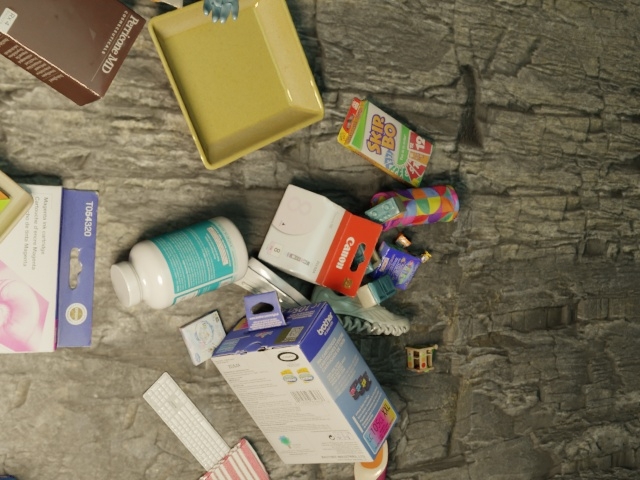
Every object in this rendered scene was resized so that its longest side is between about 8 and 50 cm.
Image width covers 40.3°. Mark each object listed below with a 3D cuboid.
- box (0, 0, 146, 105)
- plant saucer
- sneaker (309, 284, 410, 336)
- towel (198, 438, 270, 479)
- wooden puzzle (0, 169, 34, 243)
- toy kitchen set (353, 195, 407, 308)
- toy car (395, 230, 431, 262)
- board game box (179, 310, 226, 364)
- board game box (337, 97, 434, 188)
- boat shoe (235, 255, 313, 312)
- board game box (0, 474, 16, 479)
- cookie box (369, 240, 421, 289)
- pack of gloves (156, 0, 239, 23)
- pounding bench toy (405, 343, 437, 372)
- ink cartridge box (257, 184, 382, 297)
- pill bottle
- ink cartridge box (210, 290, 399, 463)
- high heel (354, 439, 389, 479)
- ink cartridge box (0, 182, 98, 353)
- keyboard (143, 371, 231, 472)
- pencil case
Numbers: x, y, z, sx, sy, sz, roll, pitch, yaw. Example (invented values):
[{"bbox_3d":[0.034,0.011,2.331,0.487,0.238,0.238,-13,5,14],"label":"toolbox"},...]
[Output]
[{"bbox_3d":[-0.544,-0.436,1.625,0.381,0.143,0.191,33,74,-31],"label":"box"},{"bbox_3d":[-0.187,-0.362,1.892,0.333,0.081,0.332,-29,107,-30],"label":"plant saucer"},{"bbox_3d":[0.098,0.169,2.086,0.292,0.110,0.118,11,77,-33],"label":"sneaker"},{"bbox_3d":[-0.208,0.553,1.936,0.197,0.029,0.144,-39,120,-25],"label":"towel"},{"bbox_3d":[-0.665,-0.065,1.538,0.239,0.044,0.221,43,72,-23],"label":"wooden puzzle"},{"bbox_3d":[0.146,0.026,2.027,0.207,0.166,0.122,64,28,3],"label":"toy kitchen set"},{"bbox_3d":[0.232,0.025,2.193,0.122,0.060,0.040,41,100,-21],"label":"toy car"},{"bbox_3d":[-0.253,0.212,1.904,0.090,0.020,0.090,-27,106,-31],"label":"board game box"},{"bbox_3d":[0.163,-0.240,2.152,0.259,0.039,0.124,28,76,-28],"label":"board game box"},{"bbox_3d":[-0.080,0.144,1.948,0.258,0.095,0.084,38,85,3],"label":"boat shoe"},{"bbox_3d":[-0.594,0.558,1.613,0.047,0.160,0.210,13,84,-32],"label":"board game box"},{"bbox_3d":[0.182,0.062,2.151,0.107,0.040,0.091,21,104,-32],"label":"cookie box"},{"bbox_3d":[-0.256,-0.547,1.818,0.195,0.046,0.232,18,58,-18],"label":"pack of gloves"},{"bbox_3d":[0.265,0.301,2.223,0.083,0.052,0.065,-5,94,-33],"label":"pounding bench toy"},{"bbox_3d":[0.000,0.000,1.966,0.232,0.066,0.189,20,77,12],"label":"ink cartridge box"},{"bbox_3d":[-0.292,0.052,1.798,0.264,0.146,0.146,-20,102,-31],"label":"pill bottle"},{"bbox_3d":[-0.047,0.292,1.880,0.395,0.270,0.151,58,43,-22],"label":"ink cartridge box"},{"bbox_3d":[0.132,0.602,2.151,0.117,0.082,0.244,50,47,-58],"label":"high heel"},{"bbox_3d":[-0.581,0.051,1.659,0.330,0.071,0.324,2,90,-32],"label":"ink cartridge box"},{"bbox_3d":[-0.285,0.401,1.894,0.072,0.014,0.256,-45,114,-24],"label":"keyboard"},{"bbox_3d":[0.237,-0.080,2.167,0.236,0.104,0.104,-5,95,-33],"label":"pencil case"}]
